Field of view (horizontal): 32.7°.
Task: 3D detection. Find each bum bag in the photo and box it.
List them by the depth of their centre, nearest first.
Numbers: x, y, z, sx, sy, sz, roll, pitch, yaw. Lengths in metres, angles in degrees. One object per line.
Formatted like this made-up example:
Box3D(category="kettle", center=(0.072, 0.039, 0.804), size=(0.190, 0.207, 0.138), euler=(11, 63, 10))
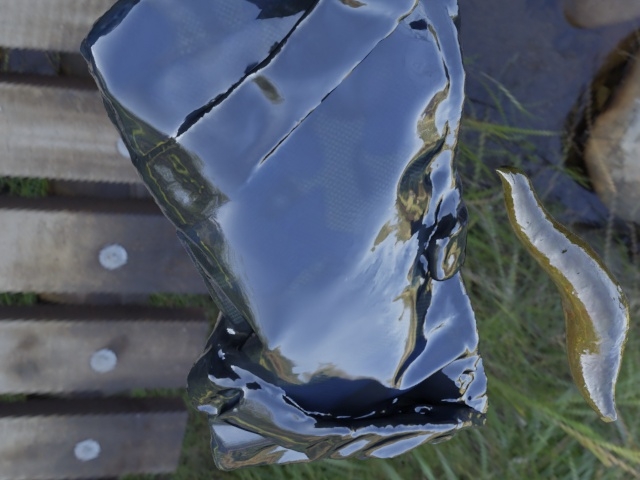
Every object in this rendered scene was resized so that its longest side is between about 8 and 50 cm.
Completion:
Box3D(category="bum bag", center=(0.000, 0.000, 0.434), size=(0.137, 0.074, 0.310), euler=(-19, 130, -10))

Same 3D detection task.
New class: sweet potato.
Box3D(category="sweet potato", center=(0.220, 0.038, 0.929), size=(0.069, 0.059, 0.250), euler=(-22, 108, 12))
